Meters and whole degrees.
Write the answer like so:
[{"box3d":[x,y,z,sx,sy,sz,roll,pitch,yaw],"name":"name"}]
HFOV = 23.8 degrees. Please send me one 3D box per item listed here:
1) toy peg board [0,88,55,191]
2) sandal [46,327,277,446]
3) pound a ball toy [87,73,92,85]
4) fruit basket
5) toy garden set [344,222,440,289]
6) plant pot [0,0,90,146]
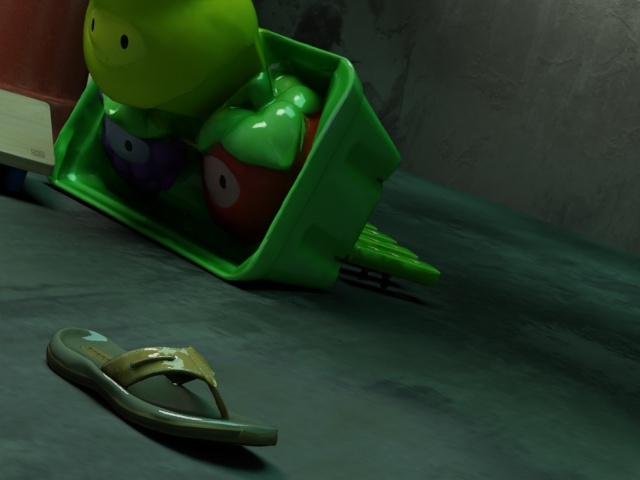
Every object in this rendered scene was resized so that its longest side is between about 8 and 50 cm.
[{"box3d":[-0.367,-0.100,1.579,0.161,0.079,0.160,15,24,-20],"name":"toy peg board"},{"box3d":[-0.101,0.082,0.941,0.180,0.049,0.072,24,10,37],"name":"sandal"},{"box3d":[-0.517,-0.327,2.529,0.319,0.136,0.208,16,8,-14],"name":"pound a ball toy"},{"box3d":[-0.138,-0.143,1.552,0.392,0.283,0.392,29,-3,2],"name":"fruit basket"},{"box3d":[0.000,0.000,1.787,0.204,0.049,0.244,17,8,-22],"name":"toy garden set"},{"box3d":[-0.399,-0.276,1.957,0.272,0.265,0.272,18,8,-3],"name":"plant pot"}]
